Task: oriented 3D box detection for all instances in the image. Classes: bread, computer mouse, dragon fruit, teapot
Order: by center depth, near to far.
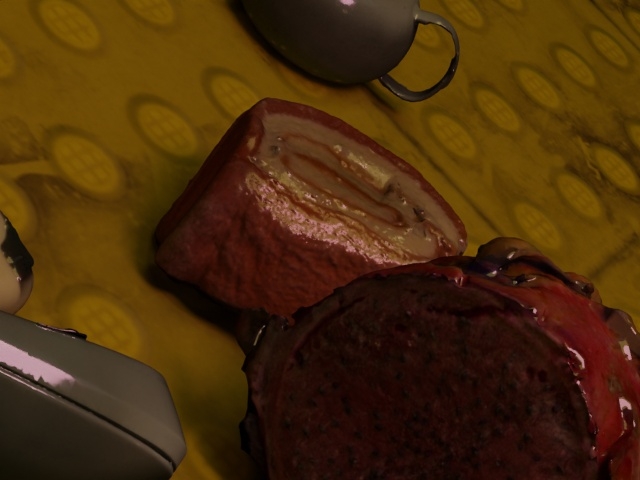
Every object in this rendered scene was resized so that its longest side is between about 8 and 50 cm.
[{"bbox_3d":[-0.219,0.100,1.191,0.288,0.159,0.097,21,70,-30],"label":"computer mouse"},{"bbox_3d":[0.131,0.132,1.417,0.263,0.296,0.314,-4,62,-56],"label":"dragon fruit"},{"bbox_3d":[0.002,-0.006,1.573,0.244,0.123,0.190,27,30,-13],"label":"bread"},{"bbox_3d":[0.015,-0.249,1.917,0.294,0.129,0.193,39,31,-6],"label":"teapot"}]

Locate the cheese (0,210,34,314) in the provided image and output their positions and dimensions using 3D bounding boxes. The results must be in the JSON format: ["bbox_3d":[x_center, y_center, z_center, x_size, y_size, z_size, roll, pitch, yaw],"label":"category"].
[{"bbox_3d":[-0.304,0.012,1.284,0.251,0.054,0.127,-10,59,-53],"label":"cheese"}]
